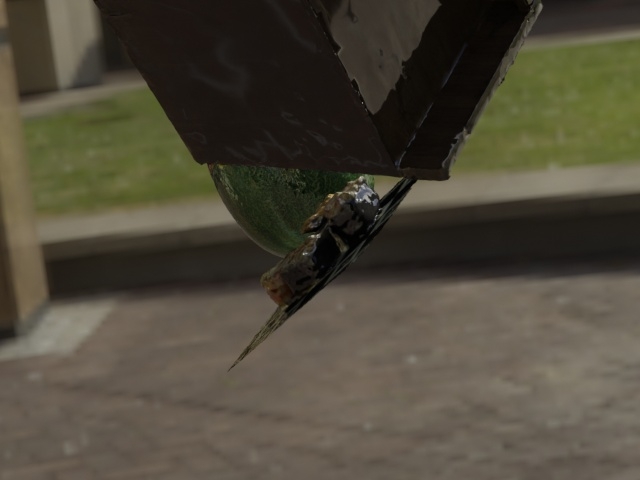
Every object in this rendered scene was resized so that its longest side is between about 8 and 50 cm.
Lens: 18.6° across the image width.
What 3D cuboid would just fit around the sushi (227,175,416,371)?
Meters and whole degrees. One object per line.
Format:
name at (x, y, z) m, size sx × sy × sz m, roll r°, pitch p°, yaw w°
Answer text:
sushi at (0.000, 0.000, 1.622) m, size 0.210 × 0.040 × 0.193 m, roll -43°, pitch 6°, yaw 40°

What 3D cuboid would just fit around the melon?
melon at (-0.041, -0.117, 2.119) m, size 0.182 × 0.288 × 0.182 m, roll -16°, pitch -24°, yaw -7°

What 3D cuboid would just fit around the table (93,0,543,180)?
table at (0.002, -0.158, 1.200) m, size 0.193 × 0.169 × 0.172 m, roll 5°, pitch 51°, yaw 37°
